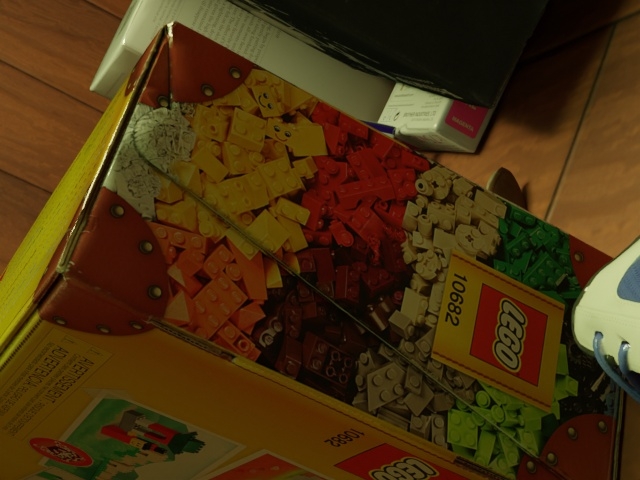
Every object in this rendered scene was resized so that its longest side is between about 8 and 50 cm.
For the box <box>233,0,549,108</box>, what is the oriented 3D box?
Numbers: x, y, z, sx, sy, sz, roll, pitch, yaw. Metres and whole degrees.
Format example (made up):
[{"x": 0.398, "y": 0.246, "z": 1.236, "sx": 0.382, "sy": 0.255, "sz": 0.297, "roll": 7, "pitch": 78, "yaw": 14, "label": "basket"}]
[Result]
[{"x": -0.035, "y": -0.384, "z": 1.081, "sx": 0.297, "sy": 0.472, "sz": 0.480, "roll": -64, "pitch": 17, "yaw": 6, "label": "box"}]

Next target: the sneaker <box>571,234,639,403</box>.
[{"x": 0.215, "y": 0.069, "z": 0.536, "sx": 0.182, "sy": 0.127, "sz": 0.315, "roll": -48, "pitch": 16, "yaw": 51, "label": "sneaker"}]

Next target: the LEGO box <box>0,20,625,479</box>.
[{"x": -0.071, "y": 0.111, "z": 0.852, "sx": 0.500, "sy": 0.373, "sz": 0.193, "roll": -39, "pitch": 30, "yaw": 53, "label": "LEGO box"}]

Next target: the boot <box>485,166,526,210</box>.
[{"x": 0.141, "y": 0.002, "z": 0.953, "sx": 0.087, "sy": 0.042, "sz": 0.118, "roll": -50, "pitch": 21, "yaw": 43, "label": "boot"}]

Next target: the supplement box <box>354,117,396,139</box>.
[{"x": 0.006, "y": -0.014, "z": 1.156, "sx": 0.111, "sy": 0.114, "sz": 0.220, "roll": 110, "pitch": 170, "yaw": -60, "label": "supplement box"}]

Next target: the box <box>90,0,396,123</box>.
[{"x": -0.101, "y": -0.218, "z": 1.446, "sx": 0.215, "sy": 0.345, "sz": 0.168, "roll": -19, "pitch": 46, "yaw": 66, "label": "box"}]

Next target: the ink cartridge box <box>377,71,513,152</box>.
[{"x": 0.175, "y": -0.245, "z": 1.171, "sx": 0.311, "sy": 0.065, "sz": 0.186, "roll": -66, "pitch": 17, "yaw": -1, "label": "ink cartridge box"}]
